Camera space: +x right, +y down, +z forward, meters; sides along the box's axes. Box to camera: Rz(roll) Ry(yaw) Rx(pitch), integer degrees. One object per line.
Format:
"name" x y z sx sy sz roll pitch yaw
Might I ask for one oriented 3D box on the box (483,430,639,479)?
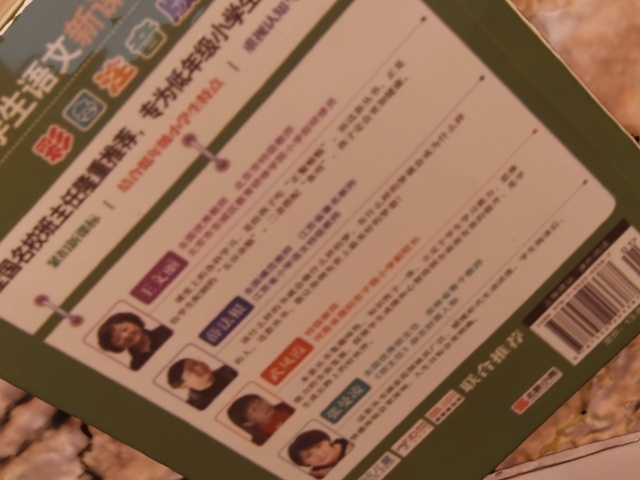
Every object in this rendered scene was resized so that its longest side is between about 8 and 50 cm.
"box" 0.117 0.176 0.502 0.115 0.036 0.178 -14 123 -10

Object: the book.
"book" 0.000 0.000 0.366 0.202 0.027 0.264 -46 123 11
